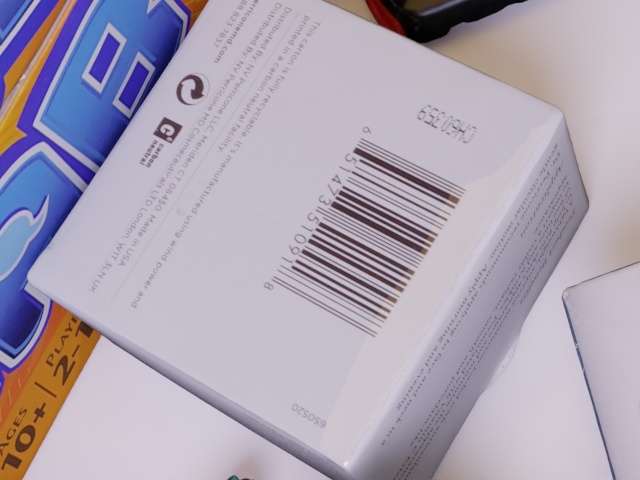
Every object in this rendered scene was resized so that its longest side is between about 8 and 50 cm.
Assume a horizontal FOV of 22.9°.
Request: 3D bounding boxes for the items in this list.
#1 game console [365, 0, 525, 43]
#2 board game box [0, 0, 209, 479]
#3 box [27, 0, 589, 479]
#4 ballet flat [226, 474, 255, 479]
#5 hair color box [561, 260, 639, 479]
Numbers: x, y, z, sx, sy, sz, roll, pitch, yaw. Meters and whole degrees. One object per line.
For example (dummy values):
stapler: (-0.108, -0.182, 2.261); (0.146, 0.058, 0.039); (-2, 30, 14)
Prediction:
game console: (0.158, -0.314, 0.846); (0.386, 0.060, 0.342); (-23, 71, 7)
board game box: (-0.299, -0.083, 0.707); (0.356, 0.356, 0.357); (22, 77, 22)
box: (0.000, 0.000, 0.724); (0.182, 0.119, 0.181); (28, 79, 23)
ballet flat: (-0.076, 0.193, 0.710); (0.070, 0.070, 0.188); (40, 85, 24)
hair color box: (0.228, 0.158, 0.594); (0.173, 0.105, 0.347); (-22, 64, 21)
